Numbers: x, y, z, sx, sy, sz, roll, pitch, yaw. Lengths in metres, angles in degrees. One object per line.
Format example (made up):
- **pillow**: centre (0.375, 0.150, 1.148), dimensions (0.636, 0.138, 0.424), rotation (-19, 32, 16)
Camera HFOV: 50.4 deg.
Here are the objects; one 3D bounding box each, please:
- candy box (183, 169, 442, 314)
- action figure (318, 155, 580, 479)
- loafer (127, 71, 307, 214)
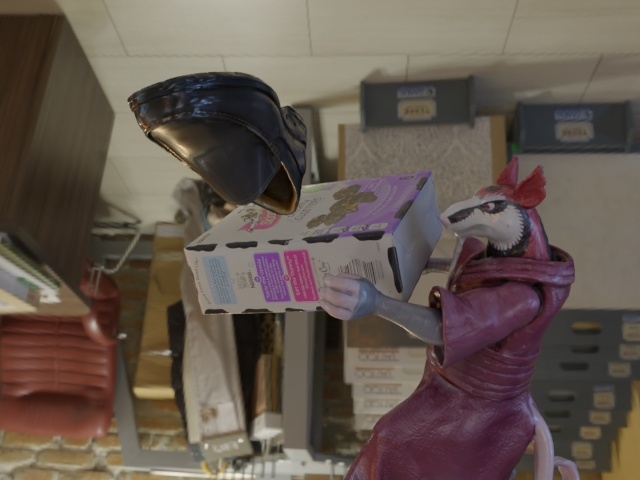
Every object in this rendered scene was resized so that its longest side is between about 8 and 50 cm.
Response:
- **candy box**: centre (0.000, 0.000, 0.642), dimensions (0.196, 0.165, 0.070), rotation (-5, 111, 23)
- **action figure**: centre (0.146, 0.110, 0.603), dimensions (0.275, 0.248, 0.370), rotation (23, 117, 17)
- **loafer**: centre (-0.045, -0.051, 0.386), dimensions (0.062, 0.061, 0.170), rotation (-13, 174, 21)
